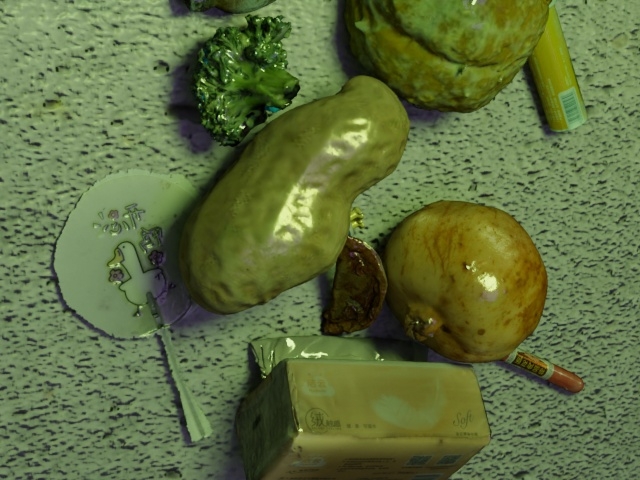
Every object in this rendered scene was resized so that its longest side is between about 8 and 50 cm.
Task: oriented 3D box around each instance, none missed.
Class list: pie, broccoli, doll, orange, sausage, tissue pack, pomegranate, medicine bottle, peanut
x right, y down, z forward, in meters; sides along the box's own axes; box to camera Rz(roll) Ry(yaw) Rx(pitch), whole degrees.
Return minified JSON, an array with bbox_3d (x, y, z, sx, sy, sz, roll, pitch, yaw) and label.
[{"bbox_3d":[0.053,0.073,1.642,0.033,0.088,0.191,-44,153,-46],"label":"pie"},{"bbox_3d":[-0.088,-0.207,1.491,0.167,0.160,0.154,-41,139,-23],"label":"broccoli"},{"bbox_3d":[0.000,0.000,1.633,0.143,0.057,0.099,-32,146,-21],"label":"doll"},{"bbox_3d":[0.188,-0.358,1.532,0.271,0.210,0.368,21,93,-2],"label":"orange"},{"bbox_3d":[0.339,0.200,1.855,0.253,0.034,0.034,24,94,-26],"label":"sausage"},{"bbox_3d":[0.051,0.237,1.658,0.305,0.238,0.238,4,102,-24],"label":"tissue pack"},{"bbox_3d":[0.203,0.061,1.646,0.248,0.248,0.248,-6,106,-22],"label":"pomegranate"},{"bbox_3d":[0.341,-0.270,1.708,0.074,0.074,0.218,-30,116,-14],"label":"medicine bottle"},{"bbox_3d":[-0.033,-0.058,1.528,0.192,0.169,0.387,41,88,11],"label":"peanut"}]

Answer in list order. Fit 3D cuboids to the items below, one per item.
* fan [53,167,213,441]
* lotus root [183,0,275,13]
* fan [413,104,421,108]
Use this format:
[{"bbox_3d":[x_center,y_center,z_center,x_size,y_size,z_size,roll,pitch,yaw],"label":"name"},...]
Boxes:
[{"bbox_3d":[-0.229,0.099,1.589,0.233,0.012,0.414,-20,109,-18],"label":"fan"},{"bbox_3d":[-0.094,-0.354,1.487,0.192,0.088,0.113,-32,121,-13],"label":"lotus root"},{"bbox_3d":[0.141,-0.220,1.670,0.083,0.004,0.056,1,103,-23],"label":"fan"}]
